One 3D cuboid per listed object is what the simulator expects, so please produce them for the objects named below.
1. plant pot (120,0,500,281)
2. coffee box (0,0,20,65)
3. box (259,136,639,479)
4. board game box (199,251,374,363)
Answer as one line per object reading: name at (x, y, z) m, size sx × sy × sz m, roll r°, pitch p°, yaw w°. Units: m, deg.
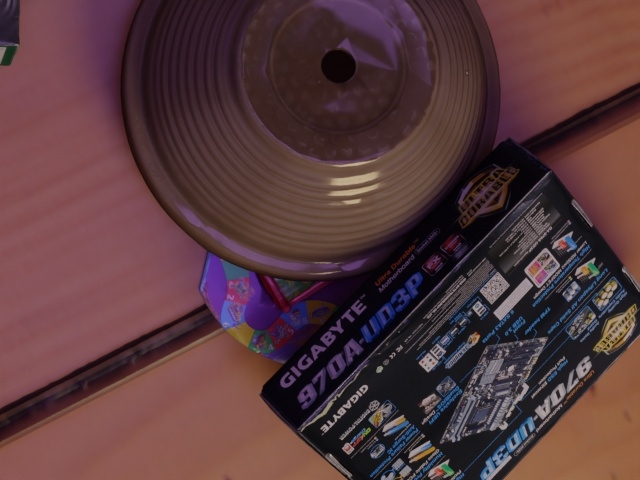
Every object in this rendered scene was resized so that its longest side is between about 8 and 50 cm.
plant pot at (0.000, -0.096, 1.140) m, size 0.237 × 0.110 × 0.237 m, roll 1°, pitch 85°, yaw -8°
coffee box at (-0.269, -0.164, 1.112) m, size 0.184 × 0.040 × 0.113 m, roll 3°, pitch 77°, yaw -16°
box at (0.092, 0.069, 1.185) m, size 0.220 × 0.051 × 0.175 m, roll -46°, pitch 134°, yaw -2°
board game box at (0.000, 0.000, 1.210) m, size 0.133 × 0.033 × 0.168 m, roll 13°, pitch 94°, yaw -12°
